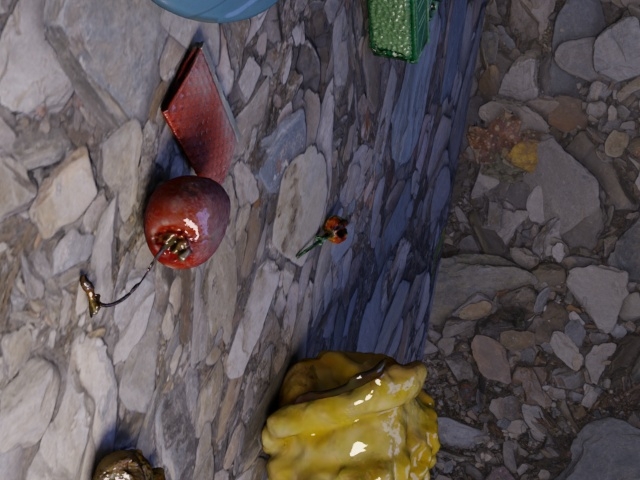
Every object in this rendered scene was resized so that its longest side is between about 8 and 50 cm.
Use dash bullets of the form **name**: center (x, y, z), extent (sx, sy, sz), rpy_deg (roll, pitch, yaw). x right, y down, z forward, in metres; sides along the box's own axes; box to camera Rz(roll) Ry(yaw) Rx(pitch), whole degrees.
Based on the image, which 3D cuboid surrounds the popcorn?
- **popcorn**: center (0.060, 0.341, 1.652), extent (0.381, 0.349, 0.349), rpy_deg (96, 16, -46)

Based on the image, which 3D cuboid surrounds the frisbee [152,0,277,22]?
- **frisbee**: center (-0.088, -0.345, 0.822), extent (0.290, 0.049, 0.289), rpy_deg (-13, 110, -42)

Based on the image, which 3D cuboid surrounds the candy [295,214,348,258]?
- **candy**: center (0.000, 0.000, 1.678), extent (0.185, 0.049, 0.055), rpy_deg (-35, 106, -55)

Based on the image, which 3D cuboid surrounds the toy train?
- **toy train**: center (0.152, -0.461, 1.688), extent (0.154, 0.115, 0.269), rpy_deg (-59, 158, -26)

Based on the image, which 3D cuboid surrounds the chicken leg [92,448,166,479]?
- **chicken leg**: center (-0.227, 0.298, 1.096), extent (0.198, 0.069, 0.084), rpy_deg (70, 13, -74)

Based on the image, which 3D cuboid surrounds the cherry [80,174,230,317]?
- **cherry**: center (-0.173, -0.005, 0.989), extent (0.225, 0.090, 0.107), rpy_deg (-41, 154, -50)

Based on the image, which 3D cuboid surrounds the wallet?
- **wallet**: center (-0.140, -0.141, 1.099), extent (0.196, 0.020, 0.103), rpy_deg (72, 34, -62)
